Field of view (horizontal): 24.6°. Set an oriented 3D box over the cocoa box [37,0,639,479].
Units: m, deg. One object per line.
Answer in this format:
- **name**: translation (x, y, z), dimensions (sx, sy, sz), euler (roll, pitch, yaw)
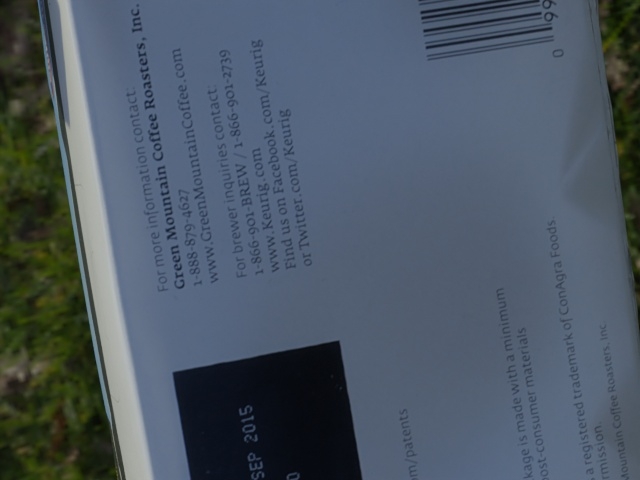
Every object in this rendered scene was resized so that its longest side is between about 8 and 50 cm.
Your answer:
- **cocoa box**: translation (0.000, 0.000, 0.713), dimensions (0.228, 0.231, 0.347), euler (-170, 70, -78)
